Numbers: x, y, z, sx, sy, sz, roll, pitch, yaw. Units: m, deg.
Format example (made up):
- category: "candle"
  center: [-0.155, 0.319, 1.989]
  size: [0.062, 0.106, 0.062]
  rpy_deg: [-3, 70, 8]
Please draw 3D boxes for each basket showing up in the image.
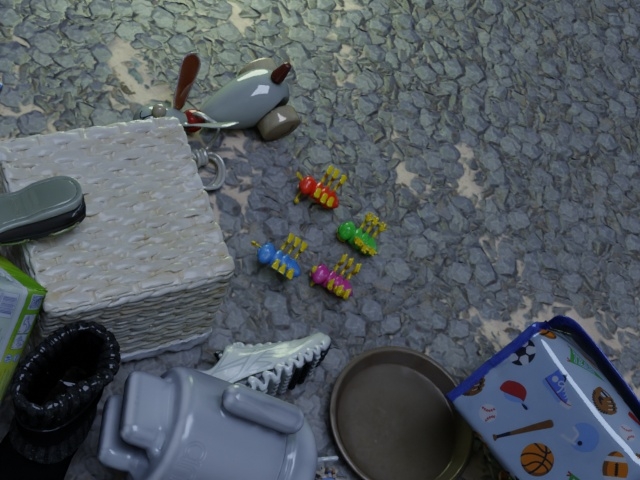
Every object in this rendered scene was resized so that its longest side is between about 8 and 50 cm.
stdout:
- category: "basket"
  center: [-0.345, 0.010, 1.621]
  size: [0.331, 0.266, 0.328]
  rpy_deg: [-11, 67, -28]

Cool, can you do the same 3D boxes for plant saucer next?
- category: "plant saucer"
  center: [0.141, 0.322, 1.778]
  size: [0.278, 0.041, 0.277]
  rpy_deg: [10, 60, -18]

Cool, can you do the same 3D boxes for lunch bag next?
- category: "lunch bag"
  center: [0.424, 0.308, 1.723]
  size: [0.239, 0.385, 0.328]
  rpy_deg: [-40, 75, 10]

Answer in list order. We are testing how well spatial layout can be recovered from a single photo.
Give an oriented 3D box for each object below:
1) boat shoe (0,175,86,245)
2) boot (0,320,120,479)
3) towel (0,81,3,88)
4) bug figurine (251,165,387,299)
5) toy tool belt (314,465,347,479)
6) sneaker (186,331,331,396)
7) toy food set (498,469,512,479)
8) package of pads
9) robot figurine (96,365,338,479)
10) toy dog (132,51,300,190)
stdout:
- category: "boat shoe"
  center: [-0.442, -0.026, 1.404]
  size: [0.228, 0.068, 0.081]
  rpy_deg: [-13, 56, -11]
- category: "boot"
  center: [-0.411, 0.298, 1.435]
  size: [0.131, 0.260, 0.348]
  rpy_deg: [24, 56, -9]
- category: "towel"
  center: [-0.759, -0.271, 1.751]
  size: [0.336, 0.040, 0.243]
  rpy_deg: [24, 58, -6]
- category: "bug figurine"
  center: [0.000, 0.000, 1.878]
  size: [0.216, 0.072, 0.279]
  rpy_deg: [36, 51, -7]
- category: "toy tool belt"
  center: [0.009, 0.404, 1.681]
  size: [0.083, 0.052, 0.051]
  rpy_deg: [17, 27, -16]
- category: "sneaker"
  center: [-0.109, 0.214, 1.704]
  size: [0.292, 0.110, 0.118]
  rpy_deg: [-24, 65, -31]
- category: "toy food set"
  center: [0.368, 0.450, 1.772]
  size: [0.128, 0.071, 0.218]
  rpy_deg: [34, 30, -22]
- category: "package of pads"
  center: [-0.546, 0.107, 1.451]
  size: [0.297, 0.229, 0.101]
  rpy_deg: [30, 11, 35]
- category: "robot figurine"
  center: [-0.152, 0.314, 1.504]
  size: [0.353, 0.300, 0.199]
  rpy_deg: [24, 44, -25]
- category: "toy dog"
  center: [-0.174, -0.265, 1.899]
  size: [0.220, 0.161, 0.334]
  rpy_deg: [45, 56, 7]
